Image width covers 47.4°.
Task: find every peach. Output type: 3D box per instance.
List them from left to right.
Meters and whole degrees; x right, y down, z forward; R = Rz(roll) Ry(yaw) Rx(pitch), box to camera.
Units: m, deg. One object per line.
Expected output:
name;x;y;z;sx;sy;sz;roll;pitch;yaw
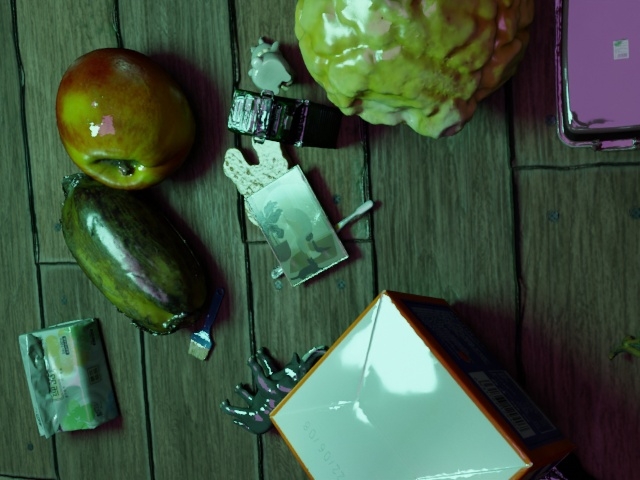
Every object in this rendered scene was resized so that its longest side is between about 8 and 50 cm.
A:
peach;-0.375;-0.241;1.418;0.281;0.281;0.238;44;146;11

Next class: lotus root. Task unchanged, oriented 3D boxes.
lotus root;-0.388;0.023;1.474;0.196;0.179;0.397;-42;81;17

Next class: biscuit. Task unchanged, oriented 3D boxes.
biscuit;-0.093;-0.095;1.431;0.144;0.040;0.236;-28;90;28

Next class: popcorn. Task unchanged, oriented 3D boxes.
popcorn;0.157;-0.361;1.152;0.344;0.354;0.390;45;106;20

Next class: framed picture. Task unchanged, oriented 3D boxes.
framed picture;-0.047;-0.026;1.404;0.135;0.010;0.201;-29;88;23

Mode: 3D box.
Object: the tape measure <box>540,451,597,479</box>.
tape measure;0.401;0.463;1.269;0.199;0.112;0.186;45;110;12

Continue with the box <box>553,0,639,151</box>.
box;0.466;-0.290;1.141;0.193;0.167;0.294;-1;95;18

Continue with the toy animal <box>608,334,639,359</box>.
toy animal;0.583;0.150;1.175;0.241;0.099;0.057;-25;86;20

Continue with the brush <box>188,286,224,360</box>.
brush;-0.233;0.172;1.521;0.051;0.014;0.164;25;103;15

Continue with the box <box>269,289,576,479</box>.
box;0.167;0.315;1.209;0.319;0.256;0.349;-51;60;18

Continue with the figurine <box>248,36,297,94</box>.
figurine;-0.096;-0.325;1.386;0.081;0.146;0.098;-26;118;8

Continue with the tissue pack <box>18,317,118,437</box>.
tissue pack;-0.564;0.301;1.584;0.159;0.145;0.230;-12;92;20

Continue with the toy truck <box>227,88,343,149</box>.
toy truck;-0.060;-0.212;1.289;0.121;0.259;0.088;14;100;19

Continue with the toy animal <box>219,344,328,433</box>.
toy animal;-0.087;0.274;1.445;0.137;0.082;0.269;42;103;8

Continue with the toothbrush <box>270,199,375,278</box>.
toothbrush;0.000;0.000;1.412;0.263;0.026;0.022;-36;77;19
